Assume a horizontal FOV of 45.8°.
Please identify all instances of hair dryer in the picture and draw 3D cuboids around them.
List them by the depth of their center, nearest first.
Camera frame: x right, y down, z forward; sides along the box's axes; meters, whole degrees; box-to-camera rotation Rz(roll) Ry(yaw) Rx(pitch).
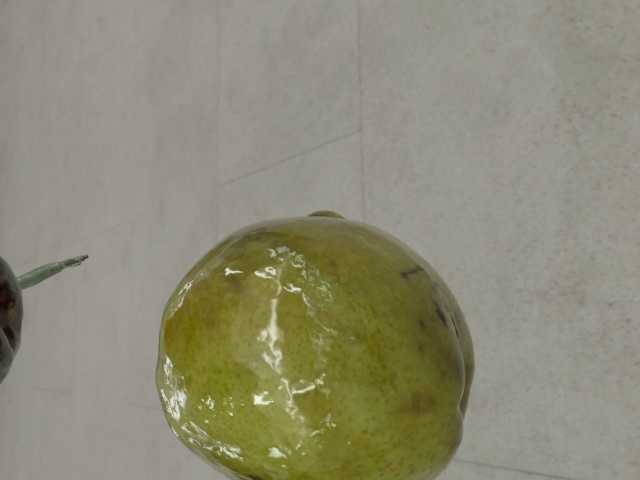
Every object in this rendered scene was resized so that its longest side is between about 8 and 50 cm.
[{"bbox_3d":[-0.508,0.063,1.252,0.167,0.199,0.067,-2,111,26],"label":"hair dryer"}]

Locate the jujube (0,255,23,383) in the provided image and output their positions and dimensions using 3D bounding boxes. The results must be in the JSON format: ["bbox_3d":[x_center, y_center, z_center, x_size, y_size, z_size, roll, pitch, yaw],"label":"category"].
[{"bbox_3d":[-0.457,0.091,0.747,0.317,0.226,0.225,-14,71,15],"label":"jujube"}]

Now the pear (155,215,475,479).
[{"bbox_3d":[0.007,0.123,0.748,0.304,0.304,0.303,-9,79,55],"label":"pear"}]

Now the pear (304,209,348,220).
[{"bbox_3d":[0.000,0.000,1.481,0.141,0.141,0.104,47,165,48],"label":"pear"}]
